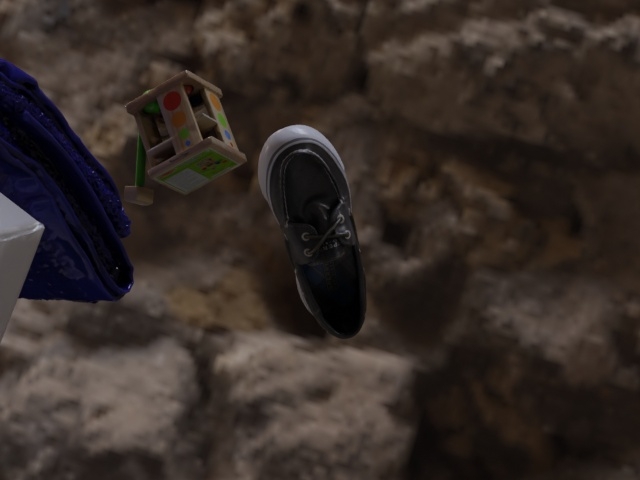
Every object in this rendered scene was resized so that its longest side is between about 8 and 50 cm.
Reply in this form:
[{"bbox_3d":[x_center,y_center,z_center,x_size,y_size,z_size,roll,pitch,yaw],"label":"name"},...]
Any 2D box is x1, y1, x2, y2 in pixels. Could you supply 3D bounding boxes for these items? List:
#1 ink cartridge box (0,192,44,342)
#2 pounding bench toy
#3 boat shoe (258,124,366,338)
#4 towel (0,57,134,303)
[{"bbox_3d":[-0.299,0.067,0.886,0.198,0.270,0.197,36,26,23],"label":"ink cartridge box"},{"bbox_3d":[-0.106,-0.069,1.287,0.083,0.065,0.052,-28,-22,17],"label":"pounding bench toy"},{"bbox_3d":[0.000,0.000,1.720,0.080,0.076,0.228,-18,-49,-10],"label":"boat shoe"},{"bbox_3d":[-0.285,-0.042,1.144,0.308,0.076,0.228,1,-31,18],"label":"towel"}]
